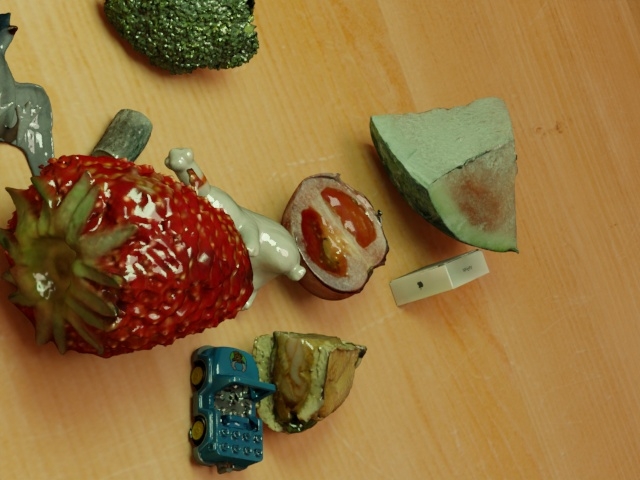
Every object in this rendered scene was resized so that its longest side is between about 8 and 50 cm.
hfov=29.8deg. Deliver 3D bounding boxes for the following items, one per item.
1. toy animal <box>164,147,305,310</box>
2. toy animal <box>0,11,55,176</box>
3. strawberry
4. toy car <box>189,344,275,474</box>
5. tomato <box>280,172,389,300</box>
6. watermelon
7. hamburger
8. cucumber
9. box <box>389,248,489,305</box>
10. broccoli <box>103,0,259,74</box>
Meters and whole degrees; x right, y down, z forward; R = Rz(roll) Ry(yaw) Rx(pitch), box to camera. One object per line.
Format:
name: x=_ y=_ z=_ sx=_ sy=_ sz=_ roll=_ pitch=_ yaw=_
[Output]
toy animal: x=-0.154 y=-0.011 z=1.795 sx=0.282 sy=0.140 sz=0.138 roll=34 pitch=39 yaw=-41
toy animal: x=-0.434 y=-0.173 z=1.589 sx=0.239 sy=0.176 sz=0.255 roll=23 pitch=93 yaw=-38
strawberry: x=-0.242 y=0.004 z=1.592 sx=0.343 sy=0.292 sz=0.292 roll=-23 pitch=93 yaw=-55
toy car: x=-0.125 y=0.239 z=1.748 sx=0.097 sy=0.100 sz=0.191 roll=19 pitch=57 yaw=-39
tomato: x=0.000 y=0.000 z=1.984 sx=0.199 sy=0.112 sz=0.228 roll=55 pitch=39 yaw=-5
watermelon: x=0.265 y=-0.144 z=2.200 sx=0.387 sy=0.258 sz=0.228 roll=34 pitch=9 yaw=-33
hamburger: x=-0.021 y=0.211 z=1.884 sx=0.207 sy=0.135 sz=0.155 roll=-11 pitch=113 yaw=-69
cucumber: x=-0.290 y=-0.138 z=1.752 sx=0.064 sy=0.064 sz=0.112 roll=48 pitch=47 yaw=-25
box: x=0.216 y=0.067 z=2.187 sx=0.130 sy=0.129 sz=0.051 roll=-20 pitch=90 yaw=-51
broccoli: x=-0.218 y=-0.444 z=1.868 sx=0.252 sy=0.221 sz=0.361 roll=7 pitch=59 yaw=-55
